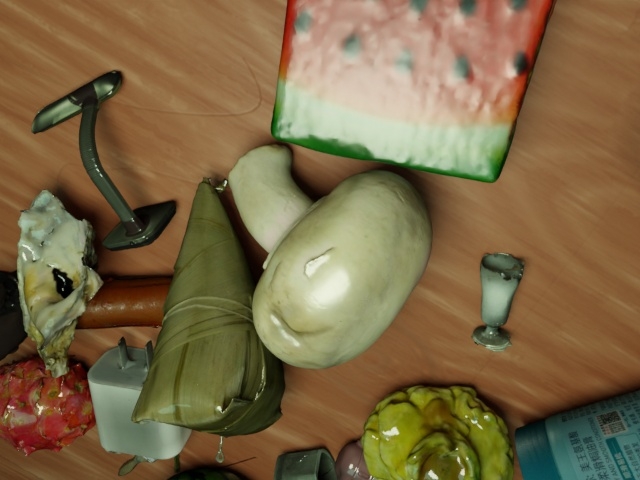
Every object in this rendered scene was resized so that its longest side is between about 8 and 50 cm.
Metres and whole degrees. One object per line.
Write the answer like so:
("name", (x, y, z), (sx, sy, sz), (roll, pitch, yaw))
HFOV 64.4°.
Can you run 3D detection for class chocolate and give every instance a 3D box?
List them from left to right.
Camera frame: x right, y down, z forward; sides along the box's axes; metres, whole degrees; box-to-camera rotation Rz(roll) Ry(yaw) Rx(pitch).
("chocolate", (0.112, -0.263, 0.678), (0.360, 0.161, 0.341), (12, 113, 6))

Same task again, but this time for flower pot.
("flower pot", (-0.012, 0.559, 1.110), (0.108, 0.103, 0.229), (-16, 110, 19))

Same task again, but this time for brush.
("brush", (-0.439, 0.528, 1.231), (0.070, 0.021, 0.196), (43, 117, -10))

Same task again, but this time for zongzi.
("zongzi", (-0.152, 0.166, 0.917), (0.182, 0.418, 0.447), (-4, 154, 4))

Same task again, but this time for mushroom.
("mushroom", (0.029, 0.020, 0.773), (0.315, 0.356, 0.315), (-4, 133, -5))

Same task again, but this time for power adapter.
("power adapter", (-0.374, 0.313, 1.063), (0.187, 0.124, 0.255), (5, 114, 7))

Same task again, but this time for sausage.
("sausage", (-0.357, 0.117, 0.984), (0.331, 0.102, 0.102), (-3, 113, 14))

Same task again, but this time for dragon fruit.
("dragon fruit", (-0.602, 0.337, 1.080), (0.268, 0.205, 0.210), (20, 81, 26))

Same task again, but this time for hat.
("hat", (-0.675, 0.178, 1.009), (0.336, 0.238, 0.208), (-3, 117, 28))

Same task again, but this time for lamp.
("lamp", (-0.392, -0.120, 0.874), (0.203, 0.124, 0.283), (-11, 109, 27))

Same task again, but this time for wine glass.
("wine glass", (0.300, 0.104, 0.860), (0.072, 0.072, 0.155), (3, 115, 10))

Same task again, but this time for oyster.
("oyster", (-0.455, 0.073, 0.895), (0.271, 0.100, 0.275), (-40, 67, 36))

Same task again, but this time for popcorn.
("popcorn", (0.213, 0.389, 0.919), (0.258, 0.270, 0.224), (-6, 127, -35))

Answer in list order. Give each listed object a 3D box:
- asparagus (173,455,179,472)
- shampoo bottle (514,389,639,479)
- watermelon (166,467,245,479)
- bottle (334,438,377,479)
("asparagus", (-0.344, 0.506, 1.202), (0.014, 0.015, 0.114), (22, 120, 40))
("shampoo bottle", (0.544, 0.409, 0.803), (0.343, 0.331, 0.331), (-28, 106, 20))
("watermelon", (-0.257, 0.641, 1.098), (0.285, 0.285, 0.285), (4, 115, 10))
("bottle", (0.141, 0.499, 1.048), (0.233, 0.110, 0.110), (29, 116, -2))
